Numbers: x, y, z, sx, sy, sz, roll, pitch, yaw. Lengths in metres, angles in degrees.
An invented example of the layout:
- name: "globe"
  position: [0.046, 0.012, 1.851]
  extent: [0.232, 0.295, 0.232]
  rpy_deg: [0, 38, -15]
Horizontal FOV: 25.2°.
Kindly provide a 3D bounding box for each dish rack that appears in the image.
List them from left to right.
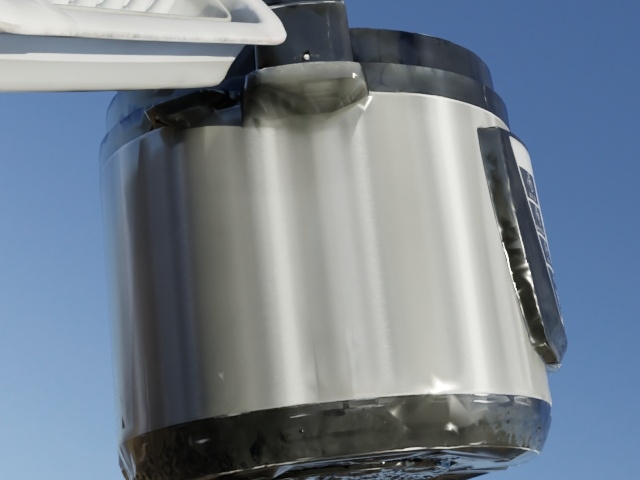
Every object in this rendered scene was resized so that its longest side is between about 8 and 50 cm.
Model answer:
- name: "dish rack"
  position: [-0.184, -0.149, 0.635]
  extent: [0.285, 0.072, 0.333]
  rpy_deg: [39, 19, 13]

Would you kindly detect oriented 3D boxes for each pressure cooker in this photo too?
- name: "pressure cooker"
  position: [-0.006, 0.000, 1.214]
  extent: [0.375, 0.420, 0.370]
  rpy_deg: [9, -22, -43]
